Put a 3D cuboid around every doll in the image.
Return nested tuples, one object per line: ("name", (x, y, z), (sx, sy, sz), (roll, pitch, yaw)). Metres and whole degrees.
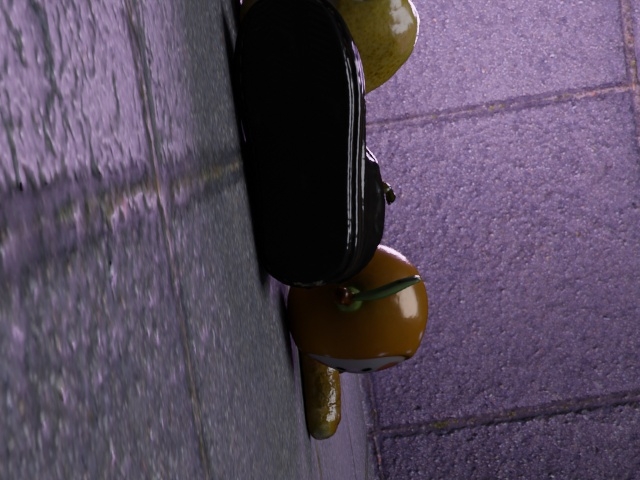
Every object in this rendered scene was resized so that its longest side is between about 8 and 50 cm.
("doll", (0.050, 0.089, 1.751), (0.236, 0.213, 0.213), (63, 19, -74))

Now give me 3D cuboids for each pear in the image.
("pear", (0.009, -0.328, 1.751), (0.271, 0.271, 0.271), (-8, 90, -87))

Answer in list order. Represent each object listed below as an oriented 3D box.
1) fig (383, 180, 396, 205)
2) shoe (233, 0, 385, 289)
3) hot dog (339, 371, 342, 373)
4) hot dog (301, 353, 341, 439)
("fig", (0.031, -0.077, 2.076), (0.148, 0.186, 0.142), (81, 11, -45))
("shoe", (-0.008, -0.130, 1.604), (0.237, 0.171, 0.383), (-13, 96, -80))
("hot dog", (0.028, 0.141, 2.431), (0.115, 0.072, 0.269), (73, 7, -64))
("hot dog", (-0.005, 0.177, 1.924), (0.088, 0.061, 0.285), (48, 31, -63))
